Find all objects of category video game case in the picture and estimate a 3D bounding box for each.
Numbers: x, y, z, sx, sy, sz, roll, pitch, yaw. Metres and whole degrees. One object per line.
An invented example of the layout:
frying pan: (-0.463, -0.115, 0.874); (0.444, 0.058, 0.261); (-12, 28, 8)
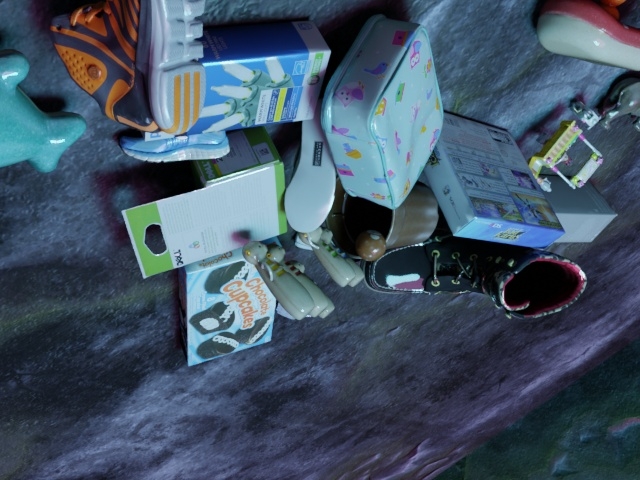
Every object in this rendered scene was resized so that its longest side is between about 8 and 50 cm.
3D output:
video game case: (0.293, -0.109, 1.443); (0.269, 0.244, 0.061); (7, 140, -41)

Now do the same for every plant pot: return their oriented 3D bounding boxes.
plant pot: (0.122, -0.053, 1.493); (0.165, 0.167, 0.167); (-2, 140, -47)

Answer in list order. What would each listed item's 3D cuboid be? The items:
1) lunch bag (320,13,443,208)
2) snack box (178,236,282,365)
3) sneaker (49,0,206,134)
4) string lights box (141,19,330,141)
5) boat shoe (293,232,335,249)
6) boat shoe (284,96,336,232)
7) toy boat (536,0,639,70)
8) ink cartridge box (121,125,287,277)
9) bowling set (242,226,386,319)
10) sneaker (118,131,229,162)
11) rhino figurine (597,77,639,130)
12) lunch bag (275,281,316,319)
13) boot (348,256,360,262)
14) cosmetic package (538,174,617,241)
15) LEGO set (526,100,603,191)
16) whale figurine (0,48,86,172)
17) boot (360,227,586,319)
lunch bag: (0.103, -0.196, 1.248); (0.224, 0.107, 0.279); (-64, 157, -20)
snack box: (-0.181, 0.118, 1.581); (0.187, 0.060, 0.322); (-15, 145, -20)
sneaker: (-0.230, -0.290, 0.936); (0.124, 0.180, 0.321); (-25, 125, -63)
string lights box: (-0.128, -0.228, 1.135); (0.259, 0.077, 0.133); (-12, 145, -23)
boat shoe: (0.000, 0.000, 1.561); (0.100, 0.035, 0.035); (13, 124, -11)
boat shoe: (-0.006, -0.122, 1.297); (0.077, 0.070, 0.219); (12, 105, 1)
toy boat: (0.473, -0.375, 1.341); (0.231, 0.151, 0.151); (2, 107, -38)
ink cartridge box: (-0.190, -0.062, 1.300); (0.255, 0.097, 0.189); (-18, 146, -13)
bowling set: (0.001, 0.023, 1.400); (0.200, 0.154, 0.287); (-42, 170, 1)
sneaker: (-0.219, -0.156, 1.197); (0.162, 0.063, 0.073); (-6, 103, -12)
rhino figurine: (0.671, -0.282, 1.642); (0.243, 0.073, 0.106); (-5, 143, -33)
lunch bag: (-0.050, 0.129, 1.701); (0.083, 0.053, 0.071); (-1, 138, -21)
boot: (0.060, 0.001, 1.613); (0.121, 0.045, 0.099); (5, 135, -45)
cosmetic package: (0.522, -0.069, 1.775); (0.238, 0.127, 0.107); (0, 138, -39)
LEGO set: (0.451, -0.138, 1.599); (0.107, 0.132, 0.287); (39, 112, -14)
whale figurine: (-0.419, -0.137, 0.991); (0.216, 0.141, 0.272); (-43, 145, 21)
boot: (0.294, 0.063, 1.567); (0.377, 0.284, 0.138); (-1, 101, -19)
